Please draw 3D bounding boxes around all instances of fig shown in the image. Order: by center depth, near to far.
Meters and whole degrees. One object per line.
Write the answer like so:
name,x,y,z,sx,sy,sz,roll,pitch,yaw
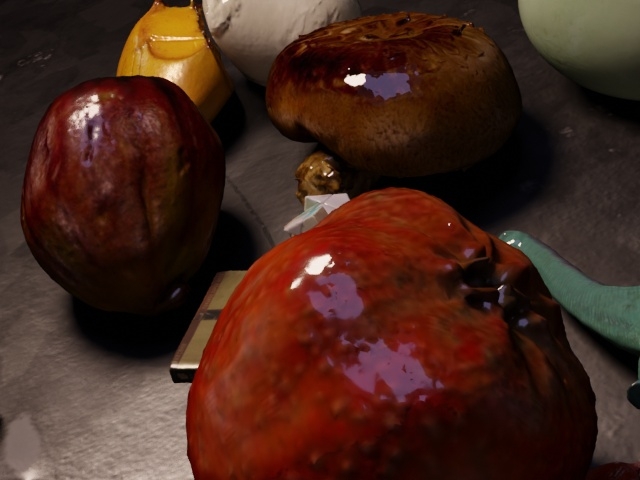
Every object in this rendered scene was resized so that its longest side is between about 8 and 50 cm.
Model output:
fig,-0.201,-0.050,1.176,0.224,0.224,0.263,-8,44,14

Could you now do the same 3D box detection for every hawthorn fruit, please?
hawthorn fruit,0.028,0.135,0.814,0.330,0.287,0.287,-51,24,29

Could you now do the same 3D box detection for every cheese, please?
cheese,-0.041,-0.264,1.419,0.189,0.154,0.198,-7,-1,6

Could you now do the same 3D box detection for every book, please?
book,-0.005,0.076,1.046,0.231,0.026,0.161,-1,29,15

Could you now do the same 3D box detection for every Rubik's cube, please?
Rubik's cube,0.000,-0.003,1.136,0.073,0.075,0.084,-3,18,-12

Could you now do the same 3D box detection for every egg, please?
egg,0.338,-0.249,1.208,0.283,0.203,0.203,22,52,37

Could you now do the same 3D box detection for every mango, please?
mango,-0.182,-0.193,1.423,0.154,0.126,0.252,-18,42,18

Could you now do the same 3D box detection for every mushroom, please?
mushroom,0.068,-0.152,1.230,0.278,0.163,0.297,-39,36,-27

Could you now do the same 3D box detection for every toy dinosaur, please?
toy dinosaur,0.343,0.030,0.948,0.384,0.129,0.331,-14,27,4

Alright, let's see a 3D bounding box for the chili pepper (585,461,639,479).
chili pepper,0.175,0.210,0.809,0.059,0.050,0.191,15,35,41
